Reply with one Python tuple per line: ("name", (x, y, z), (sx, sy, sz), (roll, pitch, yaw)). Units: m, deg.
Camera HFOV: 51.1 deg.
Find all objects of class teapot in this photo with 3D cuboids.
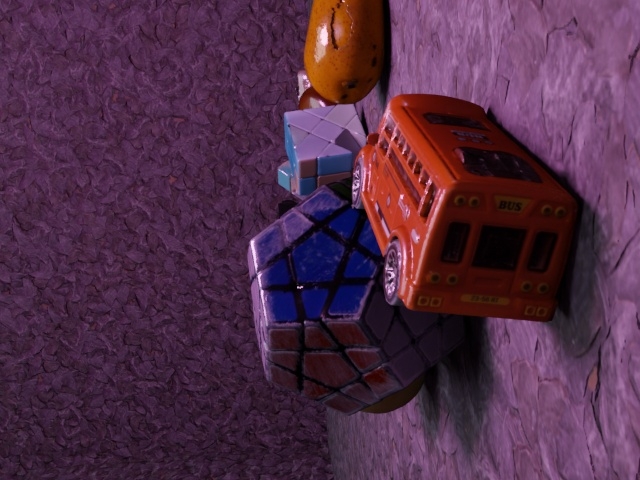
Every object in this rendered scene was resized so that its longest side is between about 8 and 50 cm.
("teapot", (0.037, -0.333, 1.839), (0.178, 0.135, 0.252), (32, 151, 48))

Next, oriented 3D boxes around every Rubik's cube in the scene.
("Rubik's cube", (0.004, -0.201, 1.650), (0.213, 0.224, 0.265), (90, 169, -51))
("Rubik's cube", (0.042, 0.070, 0.905), (0.264, 0.318, 0.319), (46, -146, -59))

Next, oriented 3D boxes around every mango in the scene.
("mango", (0.051, -0.412, 1.291), (0.191, 0.159, 0.291), (-57, -27, -86))

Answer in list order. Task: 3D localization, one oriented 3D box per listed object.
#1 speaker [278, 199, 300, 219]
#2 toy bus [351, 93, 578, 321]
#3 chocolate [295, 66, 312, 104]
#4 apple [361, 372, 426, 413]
("speaker", (0.000, 0.000, 1.767), (0.254, 0.232, 0.184), (-112, 20, -75))
("toy bus", (0.124, -0.051, 0.673), (0.329, 0.142, 0.153), (-100, 17, -64))
("chocolate", (0.018, -0.378, 1.950), (0.083, 0.161, 0.262), (8, 108, 49))
("apple", (0.084, 0.183, 1.100), (0.200, 0.199, 0.200), (176, 90, -86))
